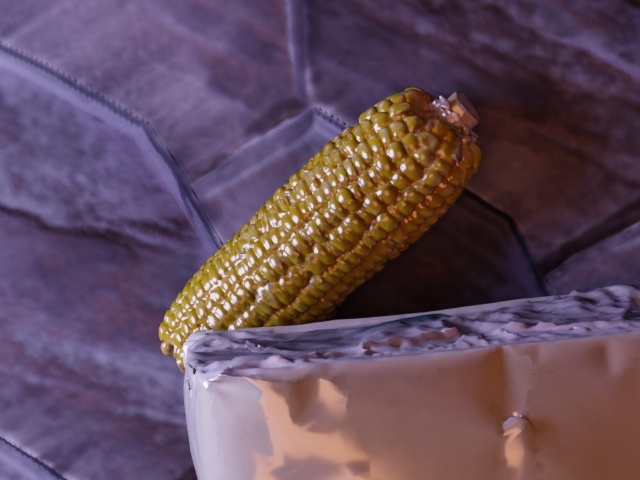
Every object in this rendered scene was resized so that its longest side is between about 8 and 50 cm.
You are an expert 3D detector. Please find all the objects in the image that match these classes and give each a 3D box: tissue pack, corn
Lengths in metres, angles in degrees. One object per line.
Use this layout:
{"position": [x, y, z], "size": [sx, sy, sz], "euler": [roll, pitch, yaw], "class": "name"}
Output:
{"position": [0.086, 0.223, 0.907], "size": [0.297, 0.207, 0.380], "euler": [-8, 96, -8], "class": "tissue pack"}
{"position": [0.000, 0.000, 0.986], "size": [0.238, 0.080, 0.080], "euler": [-44, 92, 11], "class": "corn"}
